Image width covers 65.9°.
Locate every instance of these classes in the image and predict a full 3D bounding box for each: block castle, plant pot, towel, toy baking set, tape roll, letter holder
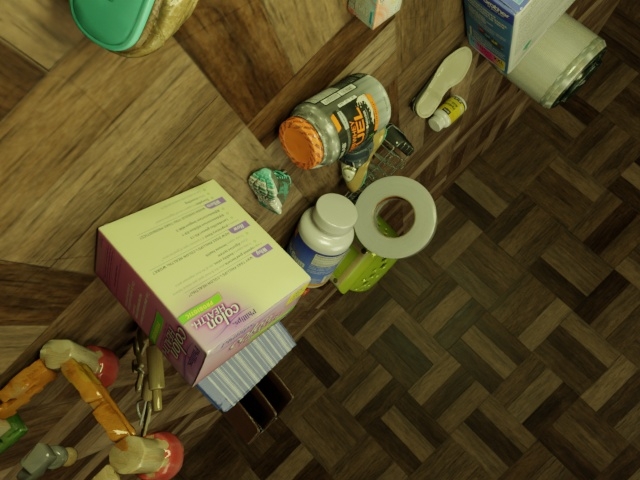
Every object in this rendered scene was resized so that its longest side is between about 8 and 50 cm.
[{"bbox_3d":[-0.483,0.414,0.813,0.453,0.303,0.213,-42,160,-16],"label":"block castle"},{"bbox_3d":[0.101,0.029,1.589,0.228,0.227,0.207,-52,159,26],"label":"plant pot"},{"bbox_3d":[-0.261,0.376,1.615,0.336,0.243,0.040,-42,-150,-16],"label":"towel"},{"bbox_3d":[-0.353,0.294,1.012,0.030,0.256,0.197,0,153,-30],"label":"toy baking set"},{"bbox_3d":[0.201,-0.060,1.323,0.219,0.219,0.072,-47,166,8],"label":"tape roll"},{"bbox_3d":[-0.265,0.512,1.723,0.152,0.302,0.214,-31,160,-46],"label":"letter holder"}]

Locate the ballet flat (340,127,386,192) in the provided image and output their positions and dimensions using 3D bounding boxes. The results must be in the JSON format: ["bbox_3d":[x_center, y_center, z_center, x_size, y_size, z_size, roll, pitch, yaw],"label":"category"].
[{"bbox_3d":[0.085,-0.204,1.208,0.073,0.080,0.232,-6,146,-23],"label":"ballet flat"}]

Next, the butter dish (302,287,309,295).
[{"bbox_3d":[-0.082,0.120,1.517,0.160,0.118,0.160,-27,157,-51],"label":"butter dish"}]

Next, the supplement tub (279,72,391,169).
[{"bbox_3d":[0.026,-0.209,0.876,0.190,0.117,0.117,-38,165,-28],"label":"supplement tub"}]

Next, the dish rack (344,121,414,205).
[{"bbox_3d":[0.146,-0.193,1.388,0.271,0.074,0.208,-47,165,16],"label":"dish rack"}]

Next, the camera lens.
[{"bbox_3d":[0.632,-0.529,1.397,0.219,0.274,0.219,-42,166,-13],"label":"camera lens"}]

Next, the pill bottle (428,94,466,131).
[{"bbox_3d":[0.392,-0.393,1.533,0.116,0.065,0.065,-43,166,-12],"label":"pill bottle"}]

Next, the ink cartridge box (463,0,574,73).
[{"bbox_3d":[0.438,-0.554,1.019,0.270,0.151,0.395,-49,168,12],"label":"ink cartridge box"}]

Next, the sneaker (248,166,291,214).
[{"bbox_3d":[-0.092,-0.114,0.963,0.076,0.065,0.166,-59,173,-13],"label":"sneaker"}]

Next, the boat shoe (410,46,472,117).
[{"bbox_3d":[0.306,-0.413,1.277,0.206,0.075,0.065,-53,-152,8],"label":"boat shoe"}]

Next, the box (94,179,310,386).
[{"bbox_3d":[-0.182,0.055,0.768,0.213,0.243,0.117,-34,162,-42],"label":"box"}]

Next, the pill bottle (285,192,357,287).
[{"bbox_3d":[0.000,0.000,1.339,0.152,0.152,0.272,-35,162,-37],"label":"pill bottle"}]

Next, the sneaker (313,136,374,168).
[{"bbox_3d":[0.036,-0.188,1.034,0.226,0.086,0.163,-41,163,-21],"label":"sneaker"}]

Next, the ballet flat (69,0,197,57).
[{"bbox_3d":[-0.085,-0.293,0.362,0.342,0.116,0.124,-54,-176,34],"label":"ballet flat"}]

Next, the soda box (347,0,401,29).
[{"bbox_3d":[0.083,-0.382,0.669,0.063,0.058,0.183,-42,167,-14],"label":"soda box"}]
